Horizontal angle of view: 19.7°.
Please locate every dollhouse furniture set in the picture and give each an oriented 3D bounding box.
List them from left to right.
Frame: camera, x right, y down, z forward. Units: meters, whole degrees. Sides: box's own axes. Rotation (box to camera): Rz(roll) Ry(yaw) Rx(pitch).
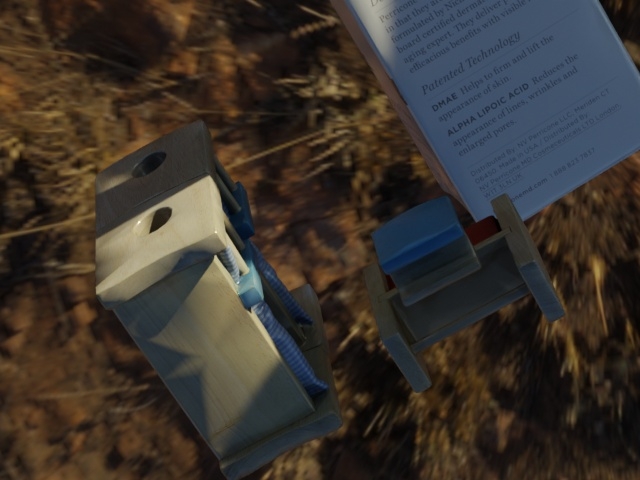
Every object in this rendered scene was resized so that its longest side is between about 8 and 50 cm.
[{"bbox_3d":[0.000,0.000,0.915,0.184,0.129,0.129,-28,119,8],"label":"dollhouse furniture set"}]

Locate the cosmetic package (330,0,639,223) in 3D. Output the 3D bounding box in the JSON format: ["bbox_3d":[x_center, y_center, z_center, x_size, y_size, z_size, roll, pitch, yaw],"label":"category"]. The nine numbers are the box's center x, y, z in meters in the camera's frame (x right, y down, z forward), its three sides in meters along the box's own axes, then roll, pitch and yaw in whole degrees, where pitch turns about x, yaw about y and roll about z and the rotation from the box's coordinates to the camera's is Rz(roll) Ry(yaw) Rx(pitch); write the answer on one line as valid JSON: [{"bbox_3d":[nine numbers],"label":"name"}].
[{"bbox_3d":[0.069,-0.213,1.299,0.156,0.217,0.385,-33,102,2],"label":"cosmetic package"}]
